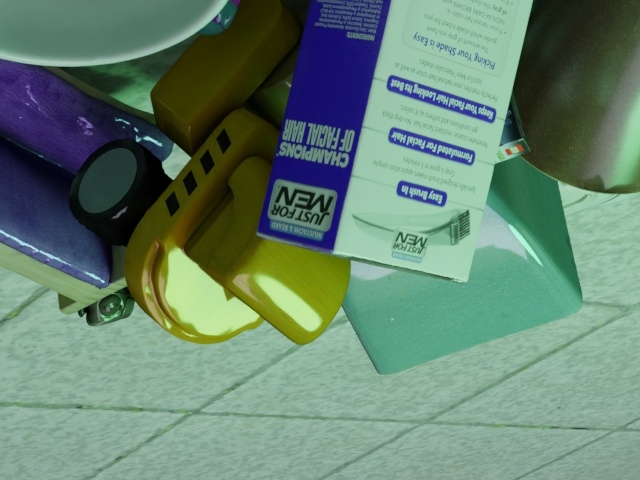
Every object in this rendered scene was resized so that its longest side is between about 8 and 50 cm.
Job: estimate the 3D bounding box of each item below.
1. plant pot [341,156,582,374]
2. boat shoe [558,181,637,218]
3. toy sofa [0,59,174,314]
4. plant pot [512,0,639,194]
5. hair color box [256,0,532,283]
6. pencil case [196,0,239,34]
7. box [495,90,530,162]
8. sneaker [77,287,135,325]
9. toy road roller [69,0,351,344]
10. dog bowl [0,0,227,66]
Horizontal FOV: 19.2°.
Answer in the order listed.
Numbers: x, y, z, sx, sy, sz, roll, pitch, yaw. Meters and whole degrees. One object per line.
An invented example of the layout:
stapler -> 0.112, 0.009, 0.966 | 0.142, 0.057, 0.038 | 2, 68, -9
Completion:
plant pot -> 0.111, -0.047, 2.057 | 0.247, 0.248, 0.252 | -20, 139, 17
boat shoe -> 0.298, -0.084, 2.257 | 0.088, 0.096, 0.267 | 1, 163, -42
toy sofa -> -0.300, -0.073, 1.798 | 0.177, 0.150, 0.362 | -26, 146, 27
plant pot -> 0.299, -0.201, 1.860 | 0.215, 0.215, 0.230 | -5, 141, -19
hair color box -> 0.075, -0.145, 1.660 | 0.110, 0.339, 0.185 | 11, 179, 44
pencil case -> -0.129, -0.238, 1.677 | 0.070, 0.064, 0.151 | -9, 161, 23
box -> 0.118, -0.163, 1.802 | 0.114, 0.207, 0.036 | -18, 157, 12
sneaker -> -0.243, 0.013, 2.136 | 0.087, 0.130, 0.227 | -12, 156, -8
toy road roller -> -0.047, -0.049, 1.775 | 0.329, 0.240, 0.202 | -50, 133, -3
dog bowl -> -0.198, -0.248, 1.474 | 0.265, 0.104, 0.265 | -4, 152, -2
